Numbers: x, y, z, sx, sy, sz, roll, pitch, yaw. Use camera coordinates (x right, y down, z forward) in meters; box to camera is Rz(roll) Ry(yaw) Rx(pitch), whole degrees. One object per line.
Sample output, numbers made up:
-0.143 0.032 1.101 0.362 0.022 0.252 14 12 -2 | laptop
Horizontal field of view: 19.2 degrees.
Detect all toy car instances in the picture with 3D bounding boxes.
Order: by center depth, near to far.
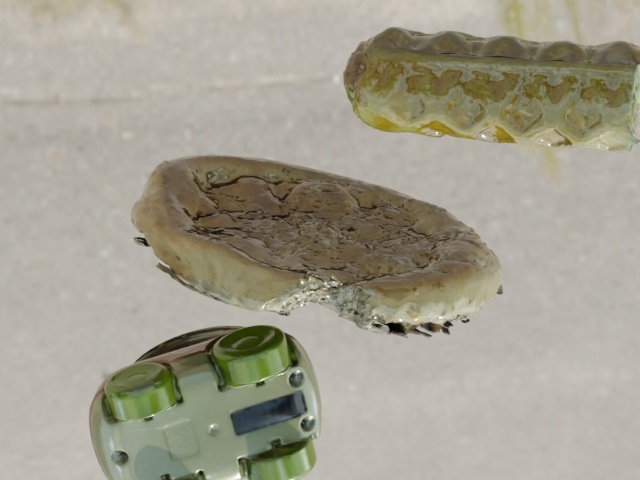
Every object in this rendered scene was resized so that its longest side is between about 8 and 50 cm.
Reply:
-0.122 0.154 1.874 0.235 0.235 0.145 -12 110 4 | toy car

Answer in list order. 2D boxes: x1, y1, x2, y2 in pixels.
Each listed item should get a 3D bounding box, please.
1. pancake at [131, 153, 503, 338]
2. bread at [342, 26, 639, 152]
-0.001 0.001 1.864 0.382 0.382 0.071 4 111 -19 | pancake
0.151 -0.134 1.653 0.269 0.098 0.087 6 178 11 | bread
